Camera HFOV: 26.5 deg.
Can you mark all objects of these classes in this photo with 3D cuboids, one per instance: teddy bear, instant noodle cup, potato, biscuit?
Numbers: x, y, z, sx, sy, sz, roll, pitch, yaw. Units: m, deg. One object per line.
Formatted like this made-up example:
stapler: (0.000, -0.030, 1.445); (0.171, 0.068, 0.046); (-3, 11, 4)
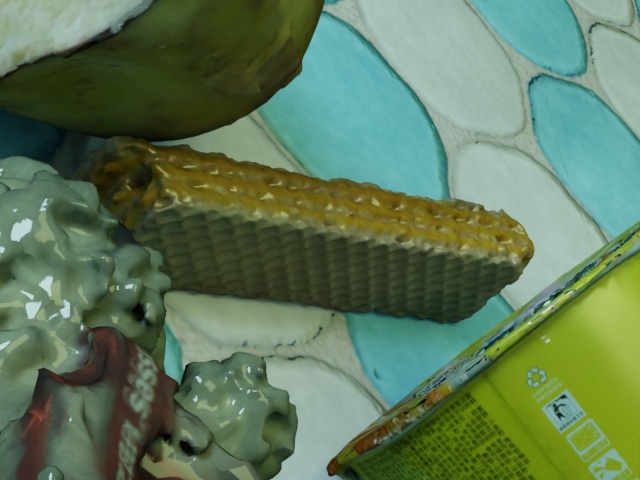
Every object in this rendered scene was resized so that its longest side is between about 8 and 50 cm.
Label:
teddy bear: (-0.116, 0.078, 0.611); (0.357, 0.224, 0.367); (19, 41, -57)
instant noodle cup: (0.168, 0.131, 0.820); (0.200, 0.264, 0.264); (52, 34, 6)
potato: (-0.098, -0.166, 0.825); (0.237, 0.301, 0.289); (34, 40, -51)
biscuit: (0.000, 0.000, 0.907); (0.379, 0.094, 0.054); (10, 51, -44)
